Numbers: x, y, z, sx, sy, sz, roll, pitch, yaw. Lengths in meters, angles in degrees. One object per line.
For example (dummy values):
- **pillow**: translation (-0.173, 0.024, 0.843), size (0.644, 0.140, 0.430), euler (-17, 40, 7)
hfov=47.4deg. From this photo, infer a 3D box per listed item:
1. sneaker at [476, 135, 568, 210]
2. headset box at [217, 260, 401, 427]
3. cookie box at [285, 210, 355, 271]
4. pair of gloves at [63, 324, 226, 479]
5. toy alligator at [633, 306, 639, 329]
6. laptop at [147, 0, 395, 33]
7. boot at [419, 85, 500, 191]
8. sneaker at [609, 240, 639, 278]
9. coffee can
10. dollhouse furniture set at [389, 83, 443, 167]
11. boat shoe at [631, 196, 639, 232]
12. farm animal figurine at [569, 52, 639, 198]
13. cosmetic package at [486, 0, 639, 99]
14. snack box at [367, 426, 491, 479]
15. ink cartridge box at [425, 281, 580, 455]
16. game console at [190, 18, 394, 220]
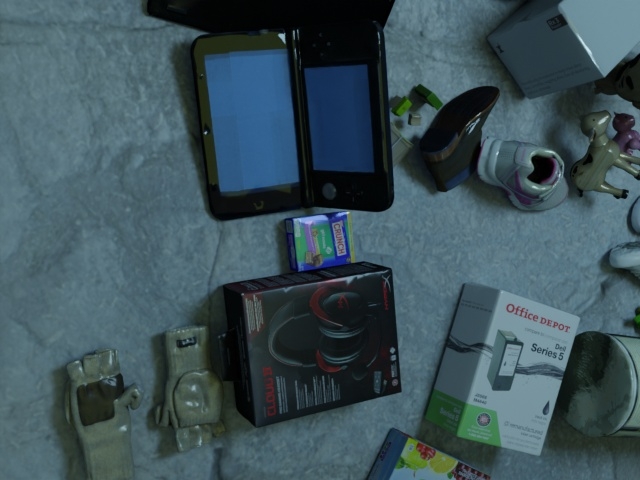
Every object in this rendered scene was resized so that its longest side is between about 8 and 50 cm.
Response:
- **sneaker**: translation (0.396, -0.113, 1.335), size (0.252, 0.111, 0.103), euler (16, 88, -43)
- **headset box**: translation (-0.026, 0.165, 1.192), size (0.293, 0.110, 0.218), euler (-8, 98, -23)
- **cookie box**: translation (0.000, 0.000, 1.228), size (0.107, 0.040, 0.092), euler (-9, 97, -23)
- **pair of gloves**: translation (-0.271, 0.251, 1.133), size (0.240, 0.042, 0.204), euler (-15, 97, -23)
- **toy alligator**: translation (0.734, 0.161, 1.554), size (0.189, 0.056, 0.051), euler (-12, 141, -23)
- **laptop**: translation (-0.053, -0.540, 1.177), size (0.382, 0.236, 0.408), euler (10, 119, -23)
- **boot**: translation (0.258, -0.187, 1.323), size (0.219, 0.082, 0.106), euler (-44, 136, -25)
- **sneaker**: translation (0.695, 0.062, 1.509), size (0.232, 0.090, 0.115), euler (1, 97, -22)
- **coffee can**: translation (0.637, 0.290, 1.437), size (0.275, 0.201, 0.202), euler (9, 91, -24)
- **dollhouse furniture set**: translation (0.141, -0.206, 1.283), size (0.152, 0.058, 0.076), euler (-47, 119, 7)
- **boat shoe**: translation (0.767, -0.086, 1.527), size (0.258, 0.084, 0.095), euler (-27, 104, -19)
- **farm animal figurine**: translation (0.571, -0.264, 1.339), size (0.172, 0.327, 0.330), euler (25, 78, 1)
- **cosmetic package**: translation (0.516, -0.444, 1.318), size (0.385, 0.217, 0.156), euler (-44, 104, -13)
- **snack box**: translation (0.186, 0.465, 1.329), size (0.207, 0.070, 0.174), euler (31, 82, -21)
- **ink cartridge box**: translation (0.338, 0.235, 1.351), size (0.198, 0.115, 0.273), euler (19, 87, -23)
- **game console**: translation (-0.040, -0.177, 1.117), size (0.173, 0.250, 0.293), euler (-22, 112, -47)
